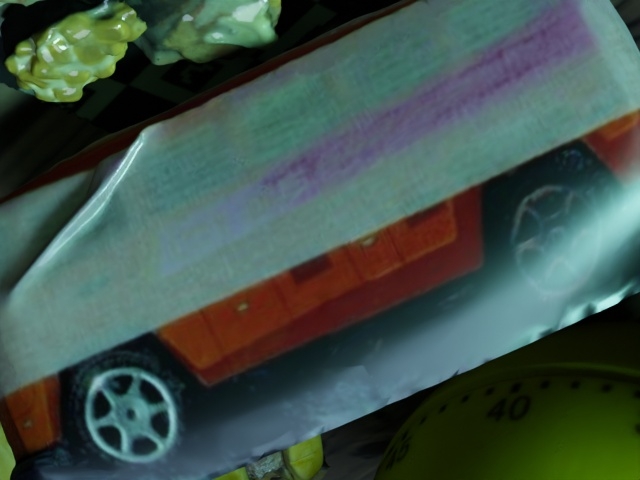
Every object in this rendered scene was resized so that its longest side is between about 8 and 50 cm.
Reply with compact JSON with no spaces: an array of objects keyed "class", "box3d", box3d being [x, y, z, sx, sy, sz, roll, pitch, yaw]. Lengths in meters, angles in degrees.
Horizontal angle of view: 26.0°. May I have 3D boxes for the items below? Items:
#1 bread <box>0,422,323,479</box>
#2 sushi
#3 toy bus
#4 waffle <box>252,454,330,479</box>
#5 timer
[{"class":"bread","box3d":[-0.110,0.124,0.800,0.225,0.081,0.134,-17,149,2]},{"class":"sushi","box3d":[-0.072,-0.100,0.512,0.193,0.040,0.210,-32,144,25]},{"class":"toy bus","box3d":[0.000,0.000,0.575,0.303,0.147,0.127,-23,174,7]},{"class":"waffle","box3d":[-0.044,0.168,0.953,0.092,0.021,0.135,0,146,-20]},{"class":"timer","box3d":[0.205,0.198,0.851,0.376,0.376,0.387,-46,178,39]}]
